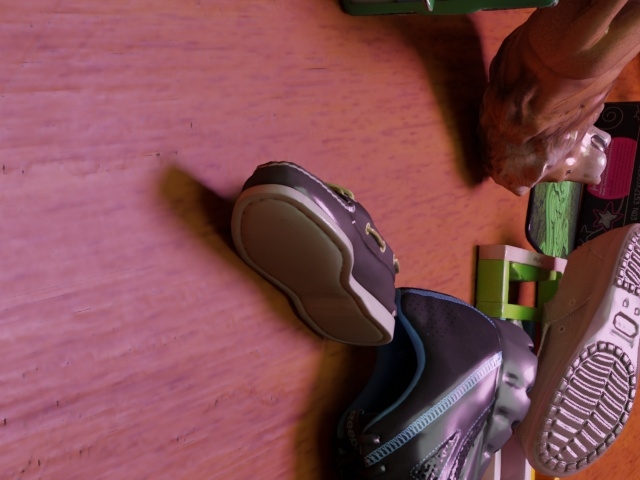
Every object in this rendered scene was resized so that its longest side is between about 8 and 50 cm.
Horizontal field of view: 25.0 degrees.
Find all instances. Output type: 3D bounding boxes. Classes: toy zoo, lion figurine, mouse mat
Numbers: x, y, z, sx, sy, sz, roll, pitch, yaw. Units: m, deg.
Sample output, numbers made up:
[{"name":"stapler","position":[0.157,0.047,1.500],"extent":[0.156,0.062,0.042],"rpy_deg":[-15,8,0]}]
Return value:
[{"name":"toy zoo","position":[0.198,0.157,1.433],"extent":[0.192,0.030,0.293],"rpy_deg":[10,82,-62]},{"name":"lion figurine","position":[0.222,-0.175,1.216],"extent":[0.240,0.142,0.392],"rpy_deg":[-49,166,-4]},{"name":"mouse mat","position":[0.261,-0.065,1.573],"extent":[0.152,0.007,0.190],"rpy_deg":[39,57,-56]}]

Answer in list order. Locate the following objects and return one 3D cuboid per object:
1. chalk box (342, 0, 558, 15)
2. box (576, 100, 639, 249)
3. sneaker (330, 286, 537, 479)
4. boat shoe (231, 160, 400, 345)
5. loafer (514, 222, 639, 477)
[{"name":"chalk box","position":[0.097,-0.284,1.078],"extent":[0.289,0.179,0.180],"rpy_deg":[-60,141,-41]},{"name":"box","position":[0.402,-0.024,1.672],"extent":[0.142,0.163,0.247],"rpy_deg":[48,49,-53]},{"name":"sneaker","position":[0.055,0.200,1.110],"extent":[0.139,0.125,0.341],"rpy_deg":[29,65,-30]},{"name":"boat shoe","position":[0.000,0.000,1.009],"extent":[0.228,0.081,0.069],"rpy_deg":[57,39,-57]},{"name":"loafer","position":[0.258,0.108,1.414],"extent":[0.102,0.092,0.268],"rpy_deg":[37,69,-25]}]
